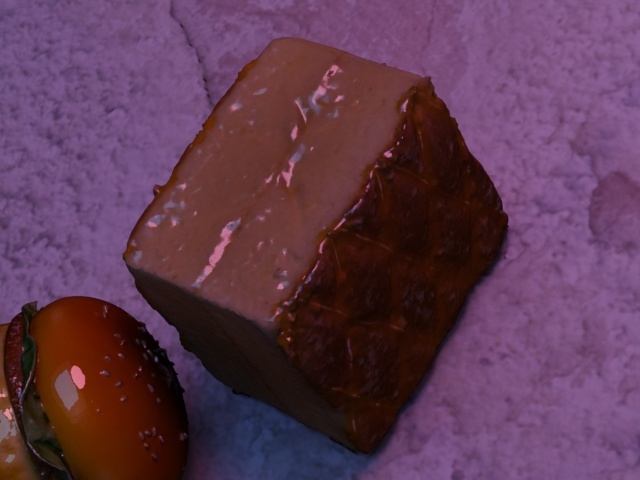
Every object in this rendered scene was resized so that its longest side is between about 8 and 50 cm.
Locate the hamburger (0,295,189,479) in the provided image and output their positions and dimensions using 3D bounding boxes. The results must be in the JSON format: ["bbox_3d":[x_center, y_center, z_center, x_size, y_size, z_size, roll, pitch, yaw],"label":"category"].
[{"bbox_3d":[-0.209,0.163,1.723,0.170,0.246,0.246,-24,56,5],"label":"hamburger"}]

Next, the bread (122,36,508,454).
[{"bbox_3d":[0.000,0.000,1.706,0.207,0.279,0.279,22,73,32],"label":"bread"}]
